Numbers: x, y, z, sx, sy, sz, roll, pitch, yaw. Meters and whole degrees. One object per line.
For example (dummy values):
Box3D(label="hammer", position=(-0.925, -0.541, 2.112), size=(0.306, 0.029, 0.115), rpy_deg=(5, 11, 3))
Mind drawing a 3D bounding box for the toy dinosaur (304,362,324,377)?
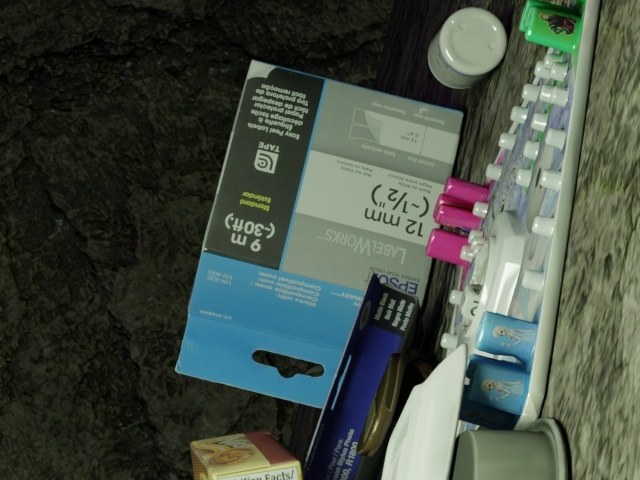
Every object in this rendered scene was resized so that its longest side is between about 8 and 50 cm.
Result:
Box3D(label="toy dinosaur", position=(0.053, 0.071, 2.350), size=(0.160, 0.121, 0.313), rpy_deg=(159, 131, -72))

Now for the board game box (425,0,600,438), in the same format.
Box3D(label="board game box", position=(0.125, 0.037, 1.468), size=(0.390, 0.050, 0.390), rpy_deg=(109, 175, -59))

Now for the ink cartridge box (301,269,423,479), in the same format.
Box3D(label="ink cartridge box", position=(0.046, 0.161, 1.823), size=(0.224, 0.045, 0.223), rpy_deg=(65, -136, -73))

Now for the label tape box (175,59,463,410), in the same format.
Box3D(label="label tape box", position=(0.000, 0.000, 2.044), size=(0.115, 0.249, 0.348), rpy_deg=(112, 172, -70))

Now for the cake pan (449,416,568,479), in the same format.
Box3D(label="cake pan", position=(0.087, 0.247, 1.155), size=(0.293, 0.054, 0.293), rpy_deg=(-166, 90, -87))

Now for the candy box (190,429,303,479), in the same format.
Box3D(label="candy box", position=(-0.053, 0.350, 1.740), size=(0.183, 0.087, 0.316), rpy_deg=(-165, 67, -79))

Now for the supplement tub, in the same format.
Box3D(label="supplement tub", position=(0.150, -0.197, 1.907), size=(0.107, 0.071, 0.071), rpy_deg=(139, 145, -85))

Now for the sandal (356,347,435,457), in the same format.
Box3D(label="sandal", position=(0.083, 0.152, 1.719), size=(0.219, 0.060, 0.090), rpy_deg=(-12, -58, -77))

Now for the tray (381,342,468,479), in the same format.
Box3D(label="tray", position=(0.050, 0.210, 1.209), size=(0.145, 0.030, 0.270), rpy_deg=(107, 177, -57))
